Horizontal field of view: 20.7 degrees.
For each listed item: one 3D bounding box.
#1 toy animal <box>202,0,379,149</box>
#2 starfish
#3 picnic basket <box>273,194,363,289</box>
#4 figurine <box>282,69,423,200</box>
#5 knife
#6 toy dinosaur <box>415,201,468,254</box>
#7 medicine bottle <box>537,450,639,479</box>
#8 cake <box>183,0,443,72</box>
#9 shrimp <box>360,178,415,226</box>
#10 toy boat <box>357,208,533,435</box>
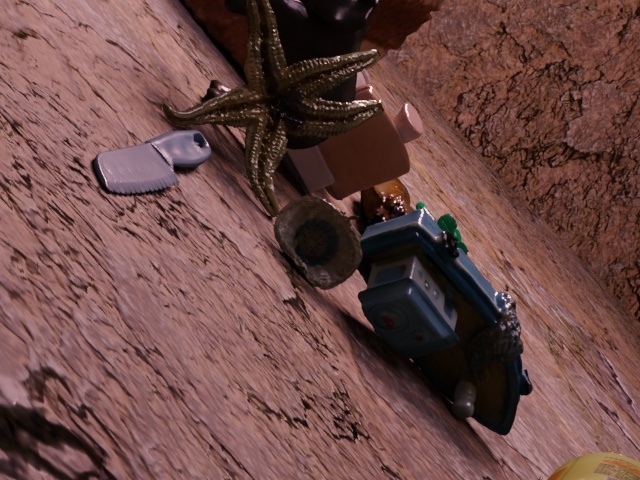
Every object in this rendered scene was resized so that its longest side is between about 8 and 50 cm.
[{"bbox_3d":[-0.022,-0.199,1.650,0.146,0.245,0.114,12,33,-1],"label":"toy animal"},{"bbox_3d":[-0.040,-0.131,1.543,0.223,0.216,0.050,-11,15,-33],"label":"starfish"},{"bbox_3d":[0.000,0.000,1.478,0.083,0.065,0.083,52,-7,-5],"label":"picnic basket"},{"bbox_3d":[0.012,-0.140,1.822,0.162,0.141,0.237,58,3,-26],"label":"figurine"},{"bbox_3d":[-0.123,-0.059,1.320,0.044,0.019,0.313,51,12,1],"label":"knife"},{"bbox_3d":[0.150,0.008,2.128,0.132,0.059,0.096,61,5,18],"label":"toy dinosaur"},{"bbox_3d":[0.213,0.230,1.358,0.124,0.124,0.239,50,9,8],"label":"medicine bottle"},{"bbox_3d":[-0.011,-0.335,2.069,0.255,0.290,0.282,49,13,11],"label":"cake"},{"bbox_3d":[0.100,0.001,1.942,0.173,0.058,0.253,55,6,-15],"label":"shrimp"},{"bbox_3d":[0.112,0.085,1.542,0.238,0.109,0.098,51,35,-32],"label":"toy boat"}]
